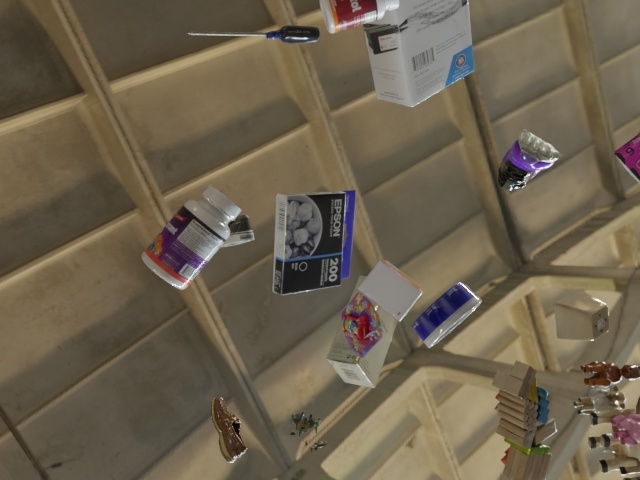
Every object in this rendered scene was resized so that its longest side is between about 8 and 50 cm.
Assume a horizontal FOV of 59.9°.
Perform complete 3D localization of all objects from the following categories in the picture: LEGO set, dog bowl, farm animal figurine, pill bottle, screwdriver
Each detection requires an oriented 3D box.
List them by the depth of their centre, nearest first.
[{"bbox_3d":[-0.084,-0.263,0.718,0.170,0.024,0.025,-8,-61,-9],"label":"screwdriver"},{"bbox_3d":[-0.022,0.304,0.898,0.054,0.023,0.083,-11,-69,3],"label":"LEGO set"},{"bbox_3d":[-0.246,-0.010,1.080,0.193,0.108,0.108,-51,-58,-4],"label":"pill bottle"},{"bbox_3d":[0.080,-0.492,1.147,0.152,0.086,0.086,-18,-76,0],"label":"pill bottle"},{"bbox_3d":[0.741,0.446,1.288,0.326,0.172,0.330,72,-169,-49],"label":"farm animal figurine"},{"bbox_3d":[0.468,0.276,2.068,0.265,0.264,0.104,-27,-112,-37],"label":"dog bowl"}]

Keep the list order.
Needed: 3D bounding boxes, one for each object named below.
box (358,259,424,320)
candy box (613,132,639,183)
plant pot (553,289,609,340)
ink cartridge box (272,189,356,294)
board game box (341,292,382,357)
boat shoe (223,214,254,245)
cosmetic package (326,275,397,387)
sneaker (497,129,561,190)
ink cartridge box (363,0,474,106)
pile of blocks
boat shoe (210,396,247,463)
[{"bbox_3d":[0.181,0.121,1.394,0.091,0.130,0.170,-53,-10,5],"label":"box"},{"bbox_3d":[0.634,-0.116,0.927,0.071,0.159,0.233,29,-149,-37],"label":"candy box"},{"bbox_3d":[0.699,0.206,1.472,0.109,0.096,0.109,-21,-73,-28],"label":"plant pot"},{"bbox_3d":[0.000,0.000,1.155,0.208,0.045,0.206,-8,-73,-37],"label":"ink cartridge box"},{"bbox_3d":[0.086,0.212,1.370,0.033,0.168,0.133,-9,-121,-32],"label":"board game box"},{"bbox_3d":[-0.234,-0.021,1.370,0.078,0.219,0.070,-7,-93,-41],"label":"boat shoe"},{"bbox_3d":[0.145,0.281,1.739,0.160,0.113,0.309,58,-133,-42],"label":"cosmetic package"},{"bbox_3d":[0.491,-0.179,1.347,0.146,0.102,0.293,-59,-11,23],"label":"sneaker"},{"bbox_3d":[0.281,-0.638,1.617,0.286,0.166,0.394,-33,-53,-24],"label":"ink cartridge box"},{"bbox_3d":[0.531,0.472,1.478,0.149,0.113,0.361,-15,-74,-29],"label":"pile of blocks"},{"bbox_3d":[-0.227,0.465,1.388,0.060,0.178,0.064,-31,-44,1],"label":"boat shoe"}]
